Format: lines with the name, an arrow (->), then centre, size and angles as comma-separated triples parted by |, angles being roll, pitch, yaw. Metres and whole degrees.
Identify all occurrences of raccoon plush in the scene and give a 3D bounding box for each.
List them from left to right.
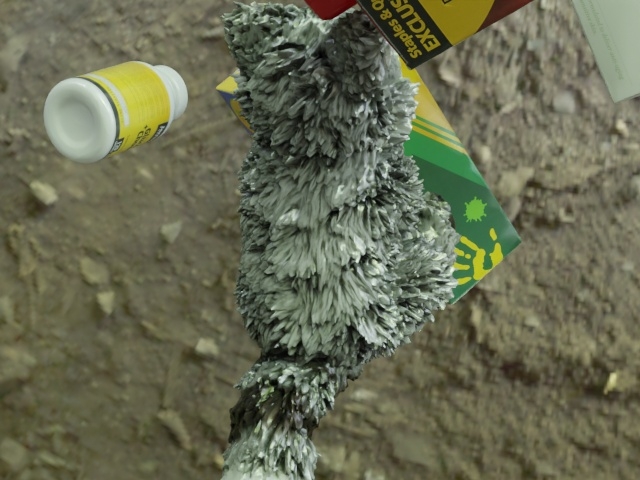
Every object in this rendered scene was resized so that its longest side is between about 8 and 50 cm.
raccoon plush -> 0.000, 0.000, 1.080 | 0.216, 0.446, 0.299 | -4, 142, 12

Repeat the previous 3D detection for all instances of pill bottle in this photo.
pill bottle -> -0.244, -0.163, 1.513 | 0.103, 0.184, 0.103 | 10, 112, 27

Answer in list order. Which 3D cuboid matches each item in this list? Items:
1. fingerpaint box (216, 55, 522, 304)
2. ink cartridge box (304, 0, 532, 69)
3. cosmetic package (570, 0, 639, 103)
fingerpaint box -> 0.061, -0.125, 1.963 | 0.163, 0.445, 0.371 | -41, 115, -12
ink cartridge box -> 0.034, -0.285, 0.871 | 0.272, 0.130, 0.309 | -28, 129, 22
cosmetic package -> 0.444, -0.313, 1.581 | 0.155, 0.365, 0.197 | -21, 94, 29
